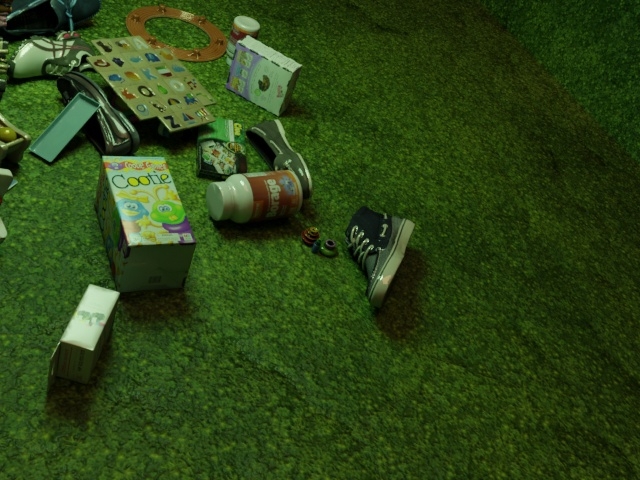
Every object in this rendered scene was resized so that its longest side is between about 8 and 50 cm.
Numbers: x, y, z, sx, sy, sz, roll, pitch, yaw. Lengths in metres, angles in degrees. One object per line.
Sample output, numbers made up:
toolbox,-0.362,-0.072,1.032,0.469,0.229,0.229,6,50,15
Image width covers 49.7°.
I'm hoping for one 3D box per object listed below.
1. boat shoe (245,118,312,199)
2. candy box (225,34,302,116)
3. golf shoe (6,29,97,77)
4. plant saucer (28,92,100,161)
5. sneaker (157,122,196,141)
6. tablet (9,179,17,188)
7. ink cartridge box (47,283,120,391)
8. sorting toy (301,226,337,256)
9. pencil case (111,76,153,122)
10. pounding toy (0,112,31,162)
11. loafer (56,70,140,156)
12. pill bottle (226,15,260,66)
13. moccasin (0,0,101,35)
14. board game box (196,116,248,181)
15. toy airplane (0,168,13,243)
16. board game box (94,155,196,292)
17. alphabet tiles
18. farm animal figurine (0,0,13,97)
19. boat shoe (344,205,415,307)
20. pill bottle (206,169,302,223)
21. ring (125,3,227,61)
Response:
boat shoe,-0.114,-0.212,1.857,0.096,0.112,0.335,-14,44,-15
candy box,-0.174,-0.497,2.094,0.196,0.164,0.070,30,41,7
golf shoe,-0.716,-0.488,1.860,0.120,0.105,0.273,38,41,6
plant saucer,-0.612,-0.271,1.661,0.067,0.018,0.192,30,67,8
sneaker,-0.362,-0.315,1.871,0.085,0.058,0.152,27,42,13
tablet,-0.712,-0.119,1.512,0.054,0.006,0.083,26,38,3
ink cartridge box,-0.423,0.181,1.237,0.062,0.104,0.181,18,40,-7
sorting toy,0.000,0.000,1.710,0.102,0.042,0.061,28,39,4
pencil case,-0.478,-0.408,1.892,0.105,0.104,0.236,24,39,0
pounding toy,-0.754,-0.287,1.564,0.270,0.154,0.155,34,40,12
loafer,-0.580,-0.320,1.736,0.302,0.109,0.095,43,46,17
pill bottle,-0.253,-0.634,2.221,0.086,0.152,0.086,14,40,-12
moccasin,-0.778,-0.642,1.993,0.342,0.137,0.117,-33,50,-32
board game box,-0.269,-0.251,1.873,0.136,0.030,0.259,8,41,-16
toy airplane,-0.756,-0.101,1.254,0.386,0.272,0.384,23,39,-5
board game box,-0.382,-0.041,1.481,0.144,0.142,0.275,-3,46,-30
alphabet tiles,-0.444,-0.424,1.848,0.342,0.011,0.285,48,38,10
farm animal figurine,-0.862,-0.480,1.689,0.172,0.330,0.326,4,71,-29
boat shoe,0.121,0.033,1.688,0.158,0.127,0.340,21,30,6
pill bottle,-0.162,-0.105,1.686,0.216,0.121,0.121,-10,49,-34
ring,-0.468,-0.691,2.275,0.337,0.032,0.336,14,39,-12
